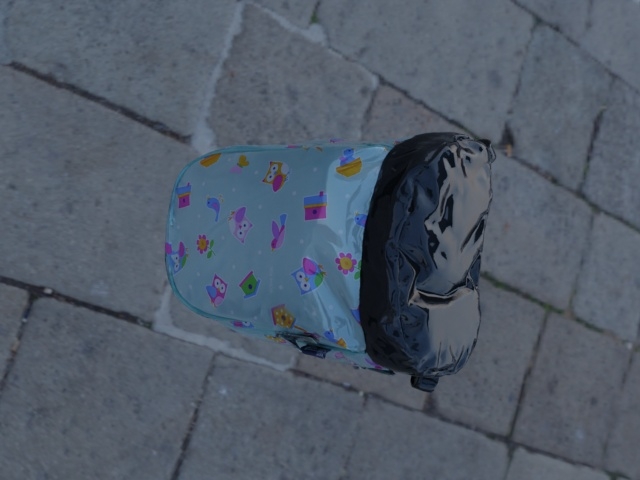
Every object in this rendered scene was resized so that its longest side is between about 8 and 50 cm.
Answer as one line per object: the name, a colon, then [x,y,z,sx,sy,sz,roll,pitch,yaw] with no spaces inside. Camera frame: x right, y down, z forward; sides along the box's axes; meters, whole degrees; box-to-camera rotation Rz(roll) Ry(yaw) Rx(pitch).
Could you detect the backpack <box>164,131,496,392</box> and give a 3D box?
backpack: [0.000,0.000,0.571,0.115,0.182,0.151,19,79,-51]
